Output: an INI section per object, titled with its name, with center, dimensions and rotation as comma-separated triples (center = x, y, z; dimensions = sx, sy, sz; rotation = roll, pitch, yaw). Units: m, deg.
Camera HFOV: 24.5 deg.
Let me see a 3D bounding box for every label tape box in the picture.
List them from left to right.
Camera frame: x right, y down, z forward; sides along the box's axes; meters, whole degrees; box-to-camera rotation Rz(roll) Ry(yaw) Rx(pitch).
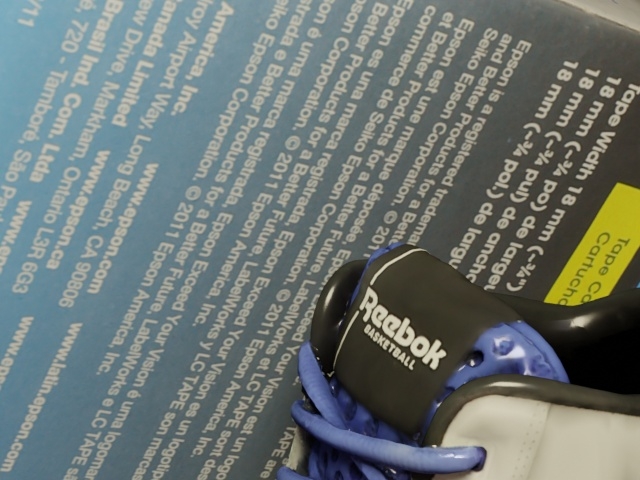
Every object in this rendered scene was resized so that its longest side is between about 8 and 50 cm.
[label tape box]
center = 0.000, 0.000, 0.518
dimensions = 0.334, 0.240, 0.106
rotation = 15, 24, -33

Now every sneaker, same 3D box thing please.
[sneaker]
center = 0.015, 0.104, 0.450
dimensions = 0.315, 0.182, 0.127
rotation = -31, 30, -14
